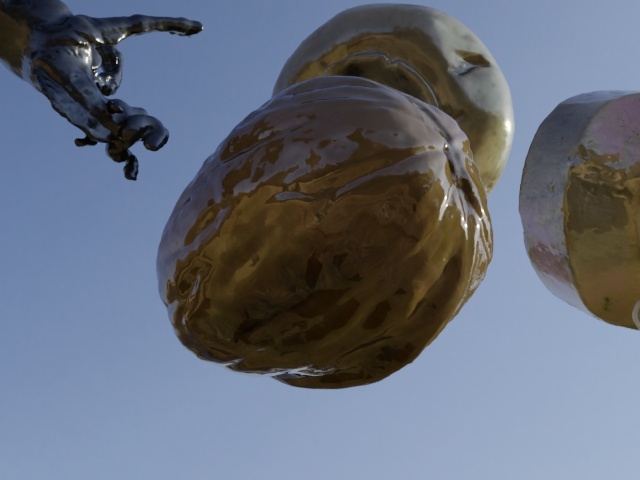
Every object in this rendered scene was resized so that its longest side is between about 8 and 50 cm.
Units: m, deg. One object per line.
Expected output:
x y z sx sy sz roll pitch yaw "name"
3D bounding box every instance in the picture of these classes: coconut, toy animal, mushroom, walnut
0.283 -0.032 1.178 0.197 0.236 0.237 1 -31 -20 "coconut"
-0.183 -0.148 0.881 0.233 0.148 0.084 43 -58 1 "toy animal"
0.071 -0.148 1.553 0.315 0.314 0.336 -7 4 14 "mushroom"
0.000 0.000 0.938 0.225 0.225 0.261 28 -50 -33 "walnut"

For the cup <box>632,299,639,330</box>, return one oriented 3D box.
0.274 0.065 0.908 0.104 0.116 0.074 -20 -11 42 "cup"
